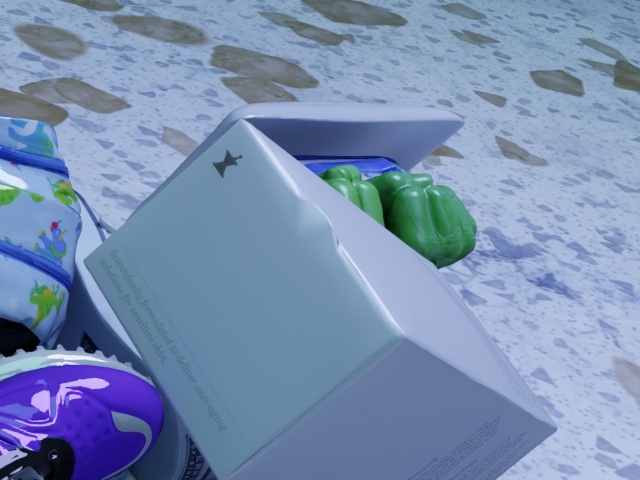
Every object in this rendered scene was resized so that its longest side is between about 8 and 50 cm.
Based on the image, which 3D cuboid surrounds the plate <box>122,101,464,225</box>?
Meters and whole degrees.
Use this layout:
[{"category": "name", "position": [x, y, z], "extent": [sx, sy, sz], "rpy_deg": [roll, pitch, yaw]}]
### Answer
[{"category": "plate", "position": [-0.037, -0.074, 1.515], "extent": [0.277, 0.278, 0.045], "rpy_deg": [-2, 67, -36]}]

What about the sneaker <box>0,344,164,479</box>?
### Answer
[{"category": "sneaker", "position": [-0.202, 0.151, 0.826], "extent": [0.293, 0.102, 0.146], "rpy_deg": [-7, 39, -36]}]

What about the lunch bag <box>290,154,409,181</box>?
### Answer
[{"category": "lunch bag", "position": [0.000, 0.000, 1.457], "extent": [0.219, 0.176, 0.090], "rpy_deg": [-5, 31, -37]}]

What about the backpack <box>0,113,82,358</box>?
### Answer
[{"category": "backpack", "position": [-0.362, -0.005, 1.141], "extent": [0.356, 0.290, 0.273], "rpy_deg": [24, 62, -7]}]

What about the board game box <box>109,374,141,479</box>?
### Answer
[{"category": "board game box", "position": [-0.175, 0.151, 1.123], "extent": [0.020, 0.090, 0.090], "rpy_deg": [33, 29, 31]}]

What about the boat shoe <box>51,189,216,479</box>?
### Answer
[{"category": "boat shoe", "position": [-0.139, 0.065, 1.282], "extent": [0.156, 0.135, 0.367], "rpy_deg": [-3, 33, -36]}]

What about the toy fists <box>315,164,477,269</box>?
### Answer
[{"category": "toy fists", "position": [0.023, -0.011, 1.290], "extent": [0.142, 0.096, 0.279], "rpy_deg": [-8, -7, 42]}]

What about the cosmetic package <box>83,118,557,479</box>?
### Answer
[{"category": "cosmetic package", "position": [0.018, 0.080, 1.072], "extent": [0.197, 0.155, 0.365], "rpy_deg": [55, 11, 28]}]
